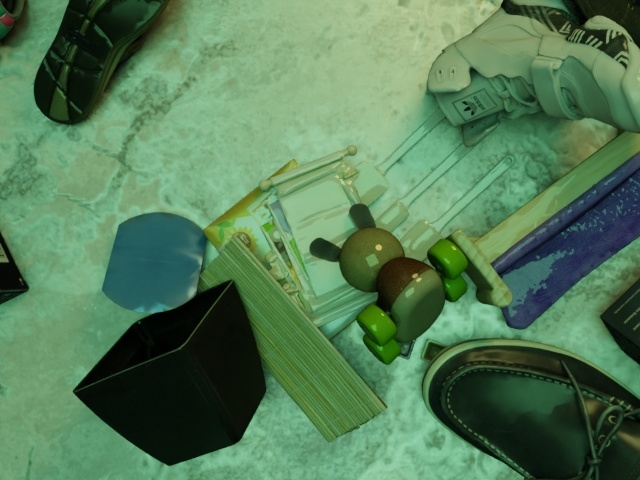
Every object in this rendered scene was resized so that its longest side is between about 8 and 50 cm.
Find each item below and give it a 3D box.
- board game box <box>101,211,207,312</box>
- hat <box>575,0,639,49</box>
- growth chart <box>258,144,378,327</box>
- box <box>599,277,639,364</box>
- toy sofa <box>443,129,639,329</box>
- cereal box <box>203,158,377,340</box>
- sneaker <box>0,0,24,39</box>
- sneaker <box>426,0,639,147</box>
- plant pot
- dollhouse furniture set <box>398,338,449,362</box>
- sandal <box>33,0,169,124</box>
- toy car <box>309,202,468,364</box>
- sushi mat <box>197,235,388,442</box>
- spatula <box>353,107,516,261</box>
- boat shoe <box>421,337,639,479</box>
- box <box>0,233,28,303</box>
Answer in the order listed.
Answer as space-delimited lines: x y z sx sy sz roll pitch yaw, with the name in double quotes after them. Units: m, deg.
-0.238 0.037 1.122 0.133 0.033 0.168 5 58 0 "board game box"
0.437 -0.393 1.056 0.332 0.134 0.331 -2 98 -15 "hat"
0.000 0.000 1.085 0.172 0.021 0.237 -16 87 1 "growth chart"
0.501 0.126 0.997 0.153 0.207 0.108 -43 128 2 "box"
0.358 -0.038 1.043 0.363 0.150 0.177 -37 85 1 "toy sofa"
-0.031 0.027 1.120 0.173 0.047 0.240 -38 87 1 "cereal box"
-0.534 -0.420 1.127 0.178 0.124 0.295 -26 95 8 "sneaker"
0.271 -0.193 0.989 0.210 0.365 0.137 -36 125 10 "sneaker"
-0.182 0.192 1.049 0.188 0.187 0.167 -23 106 22 "plant pot"
0.162 0.139 1.087 0.114 0.081 0.091 20 90 4 "dollhouse furniture set"
-0.320 -0.308 1.138 0.120 0.086 0.302 40 106 -2 "sandal"
0.076 0.039 1.029 0.155 0.149 0.188 -41 64 -12 "toy car"
-0.050 0.145 1.086 0.316 0.019 0.151 49 134 4 "sushi mat"
0.152 -0.086 1.127 0.242 0.019 0.168 -44 85 2 "spatula"
0.372 0.281 1.023 0.500 0.156 0.186 27 102 4 "boat shoe"
-0.548 0.041 1.133 0.158 0.093 0.156 -27 87 4 "box"
